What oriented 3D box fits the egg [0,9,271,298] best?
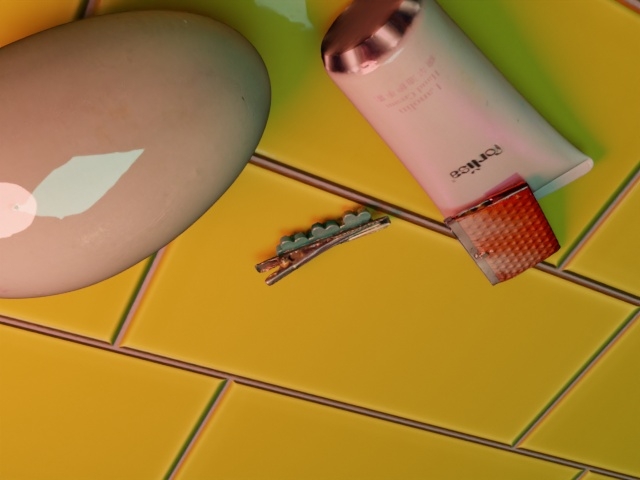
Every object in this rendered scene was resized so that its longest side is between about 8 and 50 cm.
[{"bbox_3d":[-0.218,-0.081,0.707,0.371,0.230,0.229,-25,126,3],"label":"egg"}]

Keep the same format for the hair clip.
[{"bbox_3d":[0.000,-0.001,0.919,0.173,0.049,0.049,-25,126,3],"label":"hair clip"}]

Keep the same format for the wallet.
[{"bbox_3d":[0.228,-0.004,0.928,0.103,0.020,0.196,-30,146,14],"label":"wallet"}]

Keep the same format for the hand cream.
[{"bbox_3d":[0.146,-0.122,0.819,0.186,0.118,0.359,-36,131,19],"label":"hand cream"}]
